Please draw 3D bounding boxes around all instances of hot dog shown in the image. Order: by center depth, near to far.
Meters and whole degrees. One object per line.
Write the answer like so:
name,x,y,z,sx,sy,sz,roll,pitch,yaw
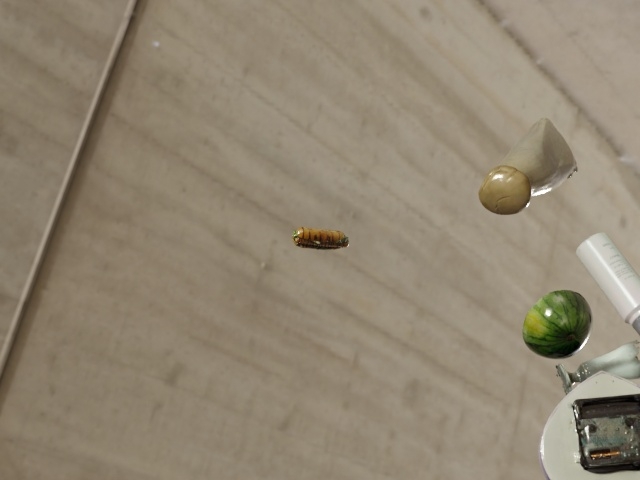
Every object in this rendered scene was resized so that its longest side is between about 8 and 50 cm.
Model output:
hot dog,0.000,0.000,1.984,0.122,0.037,0.049,5,-40,-24

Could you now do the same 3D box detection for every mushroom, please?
mushroom,0.518,-0.172,2.540,0.137,0.407,0.154,-21,-77,38

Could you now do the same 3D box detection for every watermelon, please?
watermelon,0.336,0.124,1.432,0.105,0.105,0.062,27,15,-30

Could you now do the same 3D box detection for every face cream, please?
face cream,0.709,0.122,2.377,0.092,0.311,0.092,-20,-34,-14

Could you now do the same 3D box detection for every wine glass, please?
wine glass,0.506,0.233,1.848,0.155,0.072,0.072,-15,-21,-2

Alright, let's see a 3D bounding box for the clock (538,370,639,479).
clock,0.393,0.260,1.387,0.198,0.172,0.064,-5,-19,2
